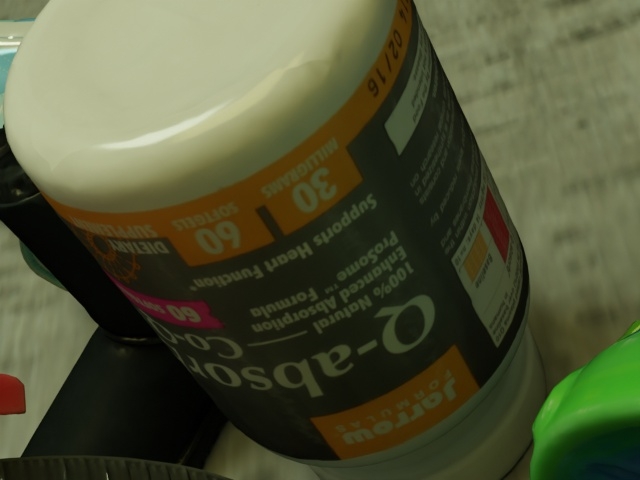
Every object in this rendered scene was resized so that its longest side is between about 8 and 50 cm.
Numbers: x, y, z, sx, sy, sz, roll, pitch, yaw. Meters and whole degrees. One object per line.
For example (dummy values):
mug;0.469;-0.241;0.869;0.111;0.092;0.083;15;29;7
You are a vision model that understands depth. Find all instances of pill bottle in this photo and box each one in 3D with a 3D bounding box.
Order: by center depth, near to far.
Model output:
pill bottle;0.000;0.000;0.554;0.162;0.278;0.162;-16;45;17

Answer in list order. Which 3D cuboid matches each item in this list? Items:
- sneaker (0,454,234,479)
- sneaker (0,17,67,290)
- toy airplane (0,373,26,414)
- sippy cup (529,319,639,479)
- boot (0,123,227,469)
sneaker;-0.229;0.184;0.496;0.448;0.257;0.169;12;47;-3
sneaker;-0.189;-0.043;0.813;0.319;0.127;0.208;-13;45;21
toy airplane;-0.141;0.079;0.411;0.028;0.151;0.151;-52;24;46
sippy cup;0.223;0.043;0.427;0.306;0.240;0.224;16;57;35
boot;-0.117;0.034;0.642;0.094;0.207;0.246;25;67;42
